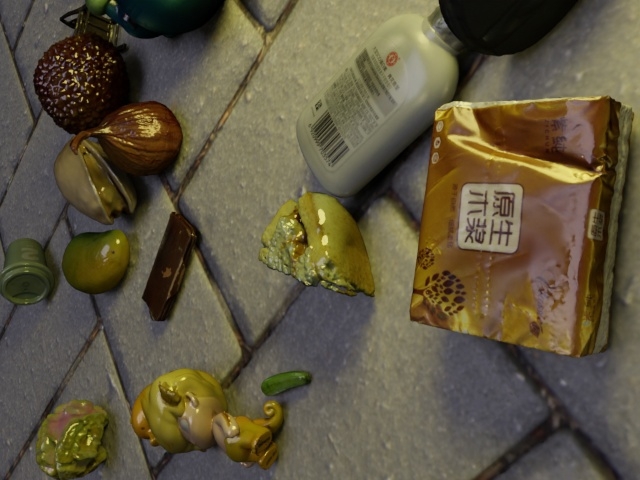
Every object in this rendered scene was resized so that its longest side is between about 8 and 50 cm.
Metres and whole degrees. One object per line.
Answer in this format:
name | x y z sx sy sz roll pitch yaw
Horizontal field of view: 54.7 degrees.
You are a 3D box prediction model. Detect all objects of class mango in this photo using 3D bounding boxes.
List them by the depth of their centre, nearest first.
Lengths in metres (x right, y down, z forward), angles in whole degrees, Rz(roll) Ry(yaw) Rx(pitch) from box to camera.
mango | -0.437 0.043 1.197 0.191 0.085 0.122 -5 78 45

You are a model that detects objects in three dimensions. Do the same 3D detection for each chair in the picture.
chair | -0.496 -0.444 1.330 0.212 0.084 0.102 -3 79 45

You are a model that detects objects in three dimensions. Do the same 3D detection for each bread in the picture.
bread | 0.005 0.000 0.761 0.156 0.103 0.110 20 91 38

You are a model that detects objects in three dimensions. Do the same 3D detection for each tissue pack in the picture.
tissue pack | 0.185 -0.018 0.586 0.183 0.091 0.226 7 91 44

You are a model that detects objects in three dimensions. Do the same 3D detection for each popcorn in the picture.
popcorn | -0.458 0.369 1.144 0.145 0.125 0.126 -110 29 -44

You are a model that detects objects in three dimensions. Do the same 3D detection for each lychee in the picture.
lychee | -0.459 -0.311 1.216 0.188 0.188 0.188 -8 79 44

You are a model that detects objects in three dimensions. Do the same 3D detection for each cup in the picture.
cup | -0.677 0.067 1.424 0.120 0.120 0.141 -57 36 22

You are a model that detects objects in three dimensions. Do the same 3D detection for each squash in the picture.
squash | -0.049 0.191 0.834 0.089 0.027 0.027 -28 65 37

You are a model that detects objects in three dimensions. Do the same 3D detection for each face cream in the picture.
face cream | 0.086 -0.183 0.719 0.291 0.071 0.144 -44 59 33

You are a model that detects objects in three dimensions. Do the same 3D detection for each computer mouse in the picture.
computer mouse | 0.216 -0.294 0.560 0.086 0.137 0.270 42 112 48

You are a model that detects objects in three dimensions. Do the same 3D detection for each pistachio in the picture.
pistachio | -0.430 -0.113 1.182 0.223 0.126 0.152 47 153 30

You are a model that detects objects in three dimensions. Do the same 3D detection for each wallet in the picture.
wallet | -0.261 0.047 1.064 0.095 0.026 0.176 39 110 47

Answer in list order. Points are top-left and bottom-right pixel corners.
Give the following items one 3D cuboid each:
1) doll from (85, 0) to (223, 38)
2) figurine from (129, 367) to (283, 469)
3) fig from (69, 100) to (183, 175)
doll | -0.259 -0.434 1.026 0.199 0.186 0.322 -55 24 -16
figurine | -0.167 0.254 0.885 0.246 0.131 0.156 14 134 30
fig | -0.348 -0.177 1.065 0.146 0.201 0.134 -31 73 45
